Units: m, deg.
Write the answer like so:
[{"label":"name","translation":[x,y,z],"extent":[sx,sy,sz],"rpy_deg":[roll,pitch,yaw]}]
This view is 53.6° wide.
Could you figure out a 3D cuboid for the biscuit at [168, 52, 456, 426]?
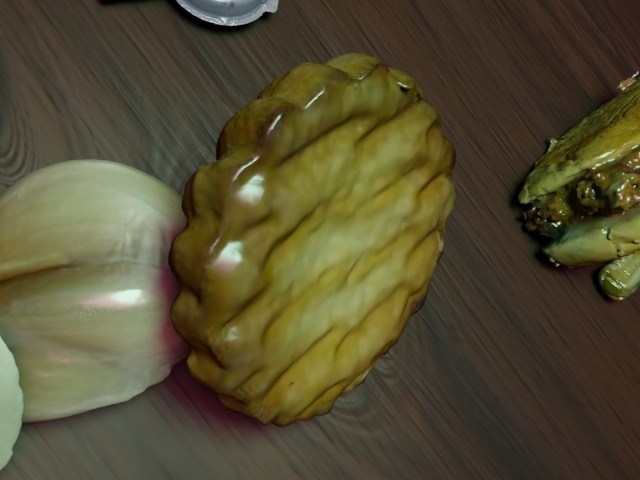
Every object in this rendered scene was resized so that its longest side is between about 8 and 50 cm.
[{"label":"biscuit","translation":[0.000,0.000,0.558],"extent":[0.326,0.107,0.325],"rpy_deg":[-25,126,-40]}]

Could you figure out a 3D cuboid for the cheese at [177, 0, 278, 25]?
[{"label":"cheese","translation":[-0.136,-0.285,0.684],"extent":[0.191,0.042,0.105],"rpy_deg":[7,72,-20]}]

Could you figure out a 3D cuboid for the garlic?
[{"label":"garlic","translation":[-0.184,0.031,0.544],"extent":[0.228,0.110,0.217],"rpy_deg":[-8,76,-24]}]

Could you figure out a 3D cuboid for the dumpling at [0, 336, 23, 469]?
[{"label":"dumpling","translation":[-0.302,0.129,0.447],"extent":[0.166,0.126,0.215],"rpy_deg":[11,80,-10]}]

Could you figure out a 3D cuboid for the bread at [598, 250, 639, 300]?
[{"label":"bread","translation":[0.393,0.042,0.821],"extent":[0.088,0.033,0.049],"rpy_deg":[-36,77,-31]}]

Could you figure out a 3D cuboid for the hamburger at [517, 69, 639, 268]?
[{"label":"hamburger","translation":[0.381,-0.091,0.784],"extent":[0.282,0.245,0.155],"rpy_deg":[-34,98,18]}]
